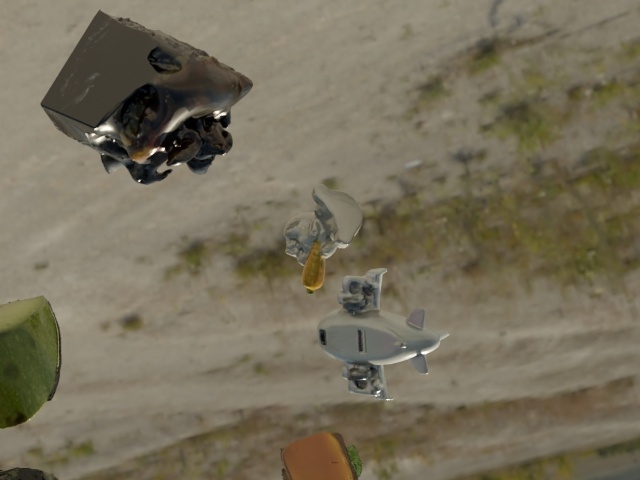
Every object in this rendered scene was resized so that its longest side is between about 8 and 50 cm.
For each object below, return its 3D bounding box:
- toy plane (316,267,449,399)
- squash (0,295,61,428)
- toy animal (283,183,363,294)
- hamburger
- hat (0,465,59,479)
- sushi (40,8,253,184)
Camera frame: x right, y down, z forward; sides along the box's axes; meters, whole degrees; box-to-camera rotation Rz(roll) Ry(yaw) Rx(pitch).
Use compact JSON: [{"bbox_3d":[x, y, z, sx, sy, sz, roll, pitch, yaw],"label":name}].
[{"bbox_3d":[0.107,0.177,2.214,0.252,0.252,0.118,-24,176,32],"label":"toy plane"},{"bbox_3d":[-0.464,0.172,1.688,0.192,0.184,0.085,-14,164,-4],"label":"squash"},{"bbox_3d":[0.000,0.000,1.790,0.127,0.131,0.182,-25,173,-39],"label":"toy animal"},{"bbox_3d":[0.008,0.401,2.004,0.137,0.166,0.087,-17,130,-4],"label":"hamburger"},{"bbox_3d":[-0.400,0.367,1.572,0.128,0.265,0.265,-12,165,2],"label":"hat"},{"bbox_3d":[-0.216,-0.195,1.661,0.212,0.215,0.227,22,165,22],"label":"sushi"}]
